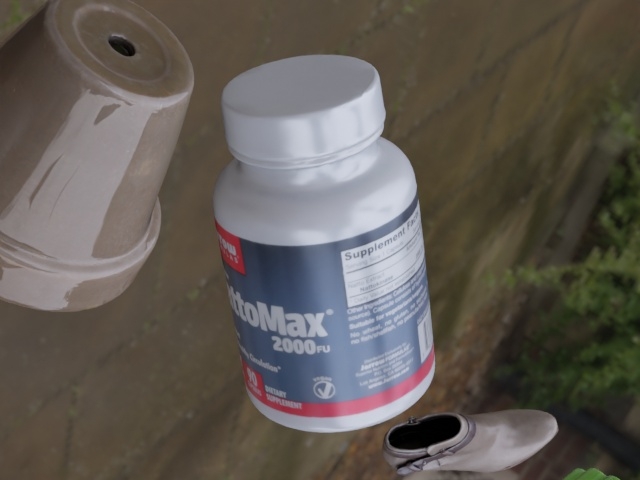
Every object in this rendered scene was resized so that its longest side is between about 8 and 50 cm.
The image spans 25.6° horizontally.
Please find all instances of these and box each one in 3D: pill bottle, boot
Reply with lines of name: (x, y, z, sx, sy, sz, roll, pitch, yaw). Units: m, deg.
pill bottle: (0.000, 0.000, 0.744, 0.108, 0.108, 0.180, -38, 129, -43)
boot: (0.101, 0.135, 0.968, 0.118, 0.042, 0.087, -20, 156, 9)

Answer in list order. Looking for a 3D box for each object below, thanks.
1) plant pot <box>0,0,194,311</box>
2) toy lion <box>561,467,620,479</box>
plant pot: (-0.230, -0.101, 1.303, 0.229, 0.263, 0.263, -49, 168, 34)
toy lion: (0.155, 0.158, 0.687, 0.034, 0.100, 0.096, -33, 123, -23)
